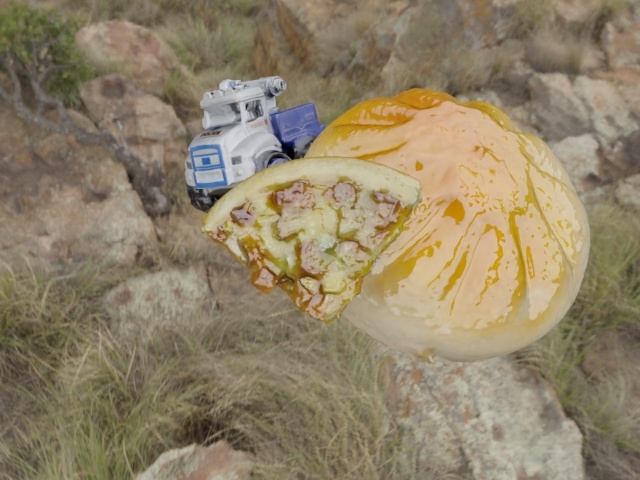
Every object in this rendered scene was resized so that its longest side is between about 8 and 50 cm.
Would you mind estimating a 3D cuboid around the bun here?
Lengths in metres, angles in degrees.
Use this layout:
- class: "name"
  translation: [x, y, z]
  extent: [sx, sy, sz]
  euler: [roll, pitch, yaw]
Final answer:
- class: "bun"
  translation: [0.122, -0.034, 0.685]
  extent: [0.299, 0.164, 0.298]
  euler: [5, 54, -7]

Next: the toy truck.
- class: "toy truck"
  translation: [-0.090, -0.139, 1.000]
  extent: [0.213, 0.161, 0.176]
  euler: [-29, 112, -51]

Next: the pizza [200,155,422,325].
- class: "pizza"
  translation: [0.000, -0.001, 0.559]
  extent: [0.175, 0.046, 0.134]
  euler: [-18, 88, 8]
